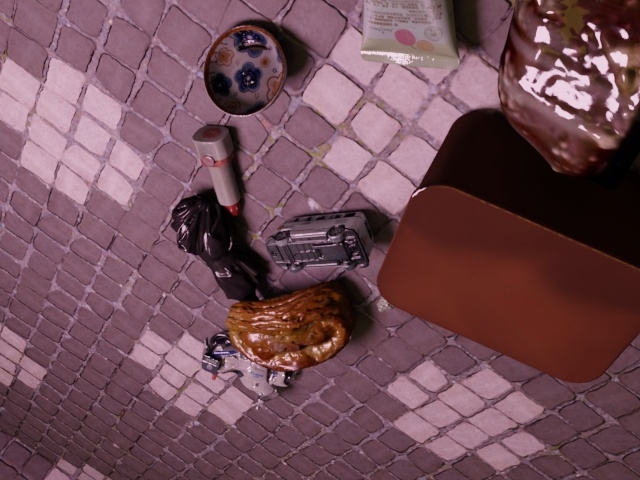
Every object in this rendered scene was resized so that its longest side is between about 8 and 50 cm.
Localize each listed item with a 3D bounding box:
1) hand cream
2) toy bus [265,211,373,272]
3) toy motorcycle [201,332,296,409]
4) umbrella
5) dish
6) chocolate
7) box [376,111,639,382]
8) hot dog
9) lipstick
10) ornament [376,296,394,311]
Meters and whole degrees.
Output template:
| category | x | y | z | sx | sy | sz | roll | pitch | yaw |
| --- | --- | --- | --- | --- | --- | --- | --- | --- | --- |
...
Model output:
| category | x | y | z | sx | sy | sz | roll | pitch | yaw |
| --- | --- | --- | --- | --- | --- | --- | --- | --- | --- |
| hand cream | 0.108 | -0.359 | 0.905 | 0.147 | 0.093 | 0.306 | 11 | 134 | 21 |
| toy bus | 0.000 | 0.000 | 1.274 | 0.193 | 0.089 | 0.087 | -5 | 127 | 30 |
| toy motorcycle | -0.172 | 0.299 | 1.626 | 0.221 | 0.102 | 0.150 | 22 | 114 | 4 |
| umbrella | -0.181 | 0.054 | 1.406 | 0.118 | 0.118 | 0.340 | -6 | 127 | 31 |
| dish | -0.105 | -0.260 | 1.122 | 0.141 | 0.078 | 0.141 | 0 | 91 | 21 |
| chocolate | 0.319 | -0.242 | 0.818 | 0.210 | 0.225 | 0.340 | 29 | 136 | 19 |
| box | 0.290 | -0.002 | 1.025 | 0.339 | 0.229 | 0.239 | 23 | 136 | 6 |
| hot dog | -0.063 | 0.174 | 1.387 | 0.259 | 0.114 | 0.175 | -16 | 132 | 12 |
| lipstick | -0.176 | -0.114 | 1.290 | 0.063 | 0.057 | 0.186 | 7 | 134 | 21 |
| ornament | 0.138 | 0.089 | 1.318 | 0.068 | 0.041 | 0.092 | 6 | 121 | 15 |
